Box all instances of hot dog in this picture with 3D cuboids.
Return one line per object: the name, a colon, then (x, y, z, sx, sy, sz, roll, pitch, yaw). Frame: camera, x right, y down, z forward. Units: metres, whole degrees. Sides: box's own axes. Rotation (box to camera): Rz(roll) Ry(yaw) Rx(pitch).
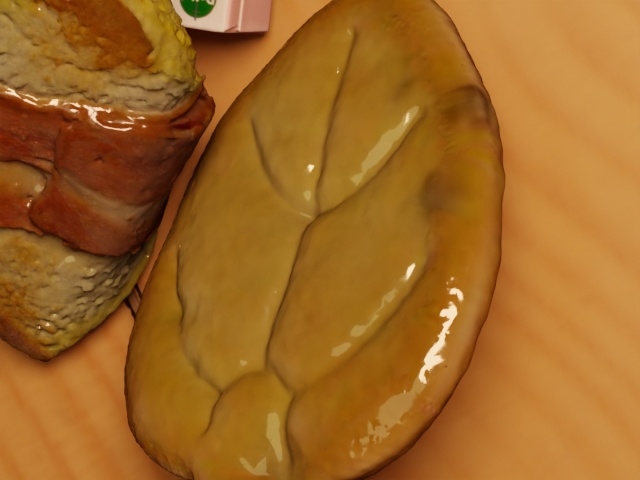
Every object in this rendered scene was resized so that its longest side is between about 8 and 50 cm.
hot dog: (-0.117, -0.057, 0.836, 0.123, 0.093, 0.261, 24, 134, -5)

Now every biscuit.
biscuit: (-0.004, -0.002, 0.797, 0.203, 0.041, 0.260, -2, 66, 46)

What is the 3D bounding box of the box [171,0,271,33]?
box: (-0.082, -0.150, 0.861, 0.125, 0.043, 0.089, 14, 101, 26)
